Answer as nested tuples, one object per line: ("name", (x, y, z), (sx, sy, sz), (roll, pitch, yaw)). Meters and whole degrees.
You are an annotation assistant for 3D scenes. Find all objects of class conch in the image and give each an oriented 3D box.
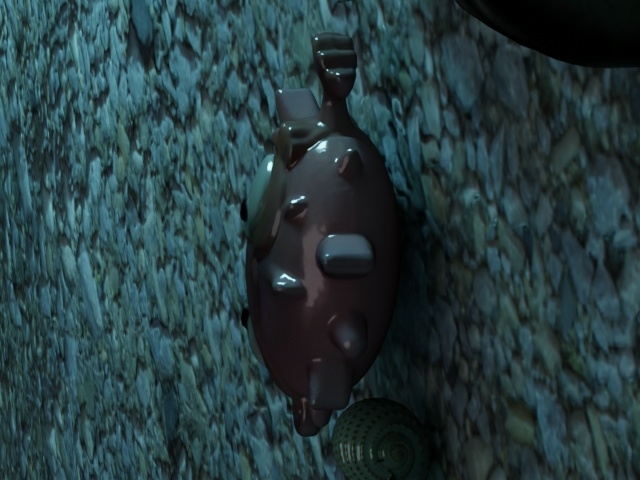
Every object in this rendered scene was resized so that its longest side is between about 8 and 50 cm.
("conch", (0.041, 0.130, 1.195), (0.076, 0.056, 0.085), (47, -176, -17))

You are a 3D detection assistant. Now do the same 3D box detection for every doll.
("doll", (0.000, 0.000, 1.199), (0.211, 0.093, 0.262), (-118, 30, -61))

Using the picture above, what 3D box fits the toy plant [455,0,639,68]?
("toy plant", (0.129, -0.147, 0.729), (0.218, 0.175, 0.235), (44, 176, -19))

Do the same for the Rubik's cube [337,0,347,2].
("Rubik's cube", (0.029, -0.184, 1.088), (0.075, 0.084, 0.073), (-44, 59, 44))
